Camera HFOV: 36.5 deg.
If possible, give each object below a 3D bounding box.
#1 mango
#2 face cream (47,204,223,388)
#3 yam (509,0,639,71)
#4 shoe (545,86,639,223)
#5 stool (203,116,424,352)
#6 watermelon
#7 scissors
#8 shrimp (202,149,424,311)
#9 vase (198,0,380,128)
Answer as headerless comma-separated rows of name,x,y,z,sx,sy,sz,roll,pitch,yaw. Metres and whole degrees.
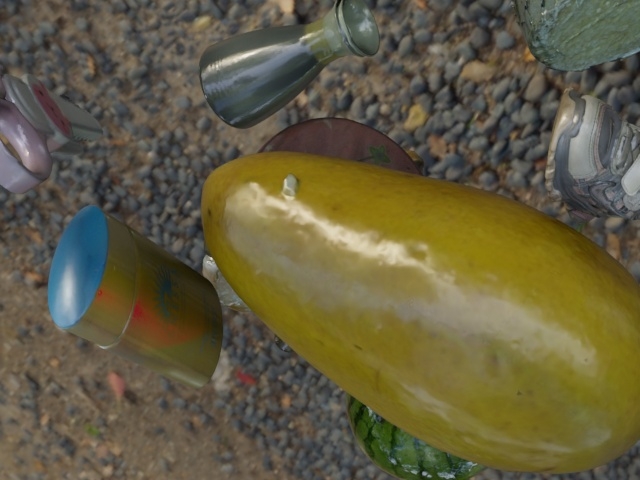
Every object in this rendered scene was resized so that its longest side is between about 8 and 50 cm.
mango,0.086,0.054,0.878,0.445,0.221,0.301,25,167,6
face cream,-0.192,0.065,1.046,0.067,0.139,0.285,-10,158,18
yam,0.139,-0.175,0.530,0.107,0.183,0.107,-9,145,-6
shoe,0.252,-0.061,0.824,0.092,0.089,0.180,10,165,29
stool,0.000,0.000,1.221,0.272,0.272,0.178,42,154,-7
watermelon,0.189,0.263,1.692,0.330,0.331,0.189,2,167,24
scissors,-0.186,-0.080,0.630,0.030,0.242,0.118,-32,88,3
shrimp,-0.004,-0.023,1.673,0.110,0.445,0.221,47,165,44
vase,-0.054,-0.337,1.784,0.321,0.173,0.173,-20,113,31
